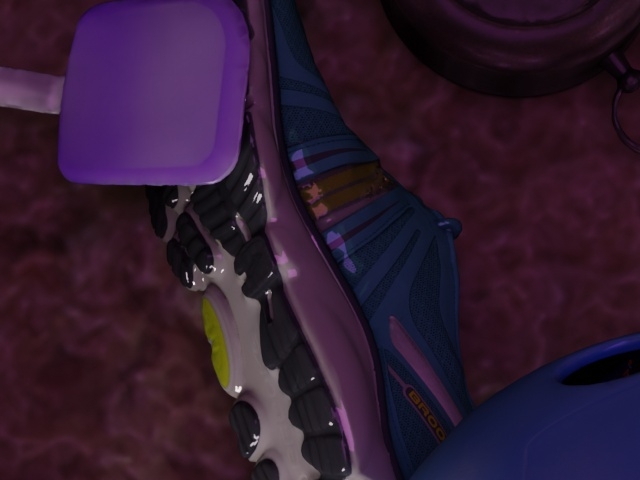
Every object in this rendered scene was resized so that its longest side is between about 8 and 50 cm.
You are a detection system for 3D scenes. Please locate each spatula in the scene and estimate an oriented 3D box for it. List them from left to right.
[{"bbox_3d":[-0.166,-0.068,0.836,0.296,0.030,0.084,3,78,17],"label":"spatula"}]

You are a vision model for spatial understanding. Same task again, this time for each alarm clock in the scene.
[{"bbox_3d":[0.101,-0.117,0.862,0.129,0.064,0.192,-38,85,-5],"label":"alarm clock"}]

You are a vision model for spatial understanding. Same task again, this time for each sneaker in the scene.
[{"bbox_3d":[0.000,0.000,0.836,0.110,0.107,0.275,-8,71,-33],"label":"sneaker"}]

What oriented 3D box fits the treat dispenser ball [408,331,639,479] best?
[{"bbox_3d":[0.147,0.172,0.692,0.288,0.288,0.288,0,80,1],"label":"treat dispenser ball"}]
